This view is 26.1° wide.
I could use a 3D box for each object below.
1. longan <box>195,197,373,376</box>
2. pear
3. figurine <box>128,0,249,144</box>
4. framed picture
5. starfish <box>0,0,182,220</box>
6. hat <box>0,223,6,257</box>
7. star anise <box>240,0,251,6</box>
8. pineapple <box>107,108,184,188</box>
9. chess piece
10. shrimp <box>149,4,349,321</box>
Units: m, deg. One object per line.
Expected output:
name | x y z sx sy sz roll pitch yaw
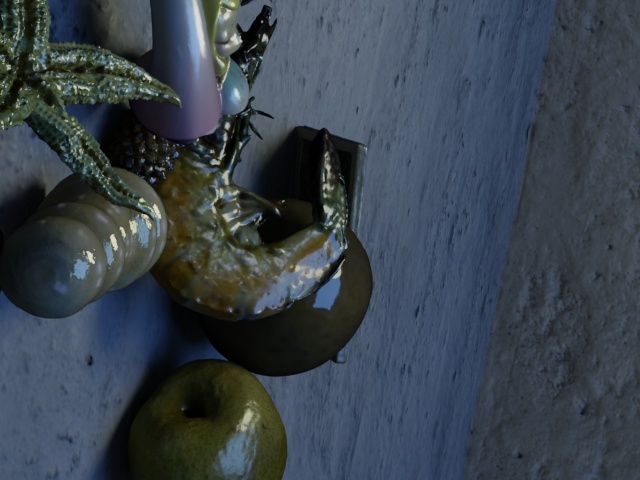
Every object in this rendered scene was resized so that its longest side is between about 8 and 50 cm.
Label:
longan | -0.052 0.063 1.876 0.258 0.258 0.258 9 90 -68
pear | -0.144 0.280 1.807 0.228 0.188 0.211 -53 143 -35
figurine | -0.148 -0.318 1.576 0.284 0.206 0.316 -55 157 -50
framed picture | 0.000 0.000 2.063 0.020 0.240 0.324 1 102 -23
starfish | -0.283 -0.153 1.353 0.358 0.078 0.347 63 30 -13
hat | -0.365 0.047 1.218 0.193 0.082 0.193 -58 178 -4
star anise | -0.092 -0.388 1.868 0.141 0.042 0.141 9 90 -69
pineapple | -0.218 -0.075 1.629 0.103 0.083 0.221 70 36 -56
chess piece | -0.252 0.012 1.412 0.261 0.142 0.143 -65 159 -75
shrimp | -0.079 -0.105 1.763 0.085 0.272 0.445 124 -22 -64
